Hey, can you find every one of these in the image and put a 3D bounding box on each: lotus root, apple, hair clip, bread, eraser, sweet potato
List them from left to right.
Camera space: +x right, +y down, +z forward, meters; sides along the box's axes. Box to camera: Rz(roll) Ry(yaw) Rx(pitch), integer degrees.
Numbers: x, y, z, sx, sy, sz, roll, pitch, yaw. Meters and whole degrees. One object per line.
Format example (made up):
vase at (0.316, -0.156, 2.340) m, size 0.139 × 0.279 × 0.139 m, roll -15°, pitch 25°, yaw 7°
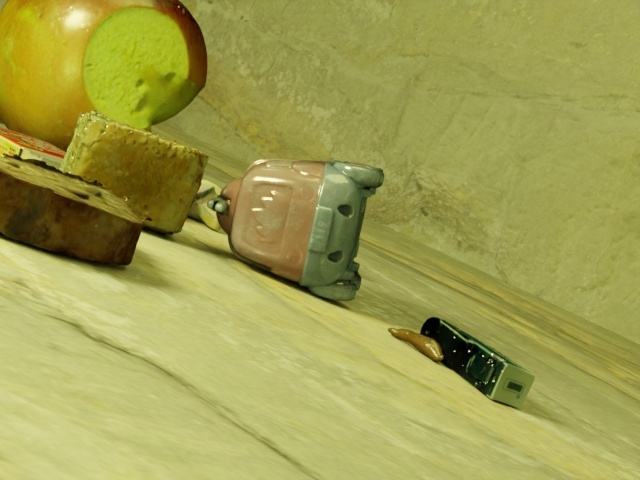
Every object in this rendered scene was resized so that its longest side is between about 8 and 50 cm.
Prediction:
eraser at (-0.424, -0.123, 1.795) m, size 0.230 × 0.038 × 0.157 m, roll 26°, pitch 6°, yaw 43°
lotus root at (-0.277, -0.032, 1.290) m, size 0.170 × 0.074 × 0.261 m, roll 27°, pitch 5°, yaw 34°
apple at (-0.401, -0.305, 2.117) m, size 0.384 × 0.374 × 0.374 m, roll 16°, pitch 6°, yaw -7°
bread at (-0.258, -0.090, 1.631) m, size 0.196 × 0.138 × 0.102 m, roll 21°, pitch 9°, yaw -24°
hair clip at (-0.219, -0.073, 1.975) m, size 0.159 × 0.071 × 0.218 m, roll 29°, pitch 13°, yaw 13°
sweet potato at (0.131, 0.135, 1.564) m, size 0.026 × 0.026 × 0.115 m, roll 18°, pitch 5°, yaw -36°

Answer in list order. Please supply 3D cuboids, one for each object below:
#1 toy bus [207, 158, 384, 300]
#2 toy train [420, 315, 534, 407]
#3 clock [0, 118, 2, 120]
toy bus at (-0.037, -0.035, 1.761) m, size 0.232 × 0.197 × 0.294 m, roll 12°, pitch 6°, yaw 4°
toy train at (0.195, 0.151, 1.526) m, size 0.051 × 0.052 × 0.234 m, roll 23°, pitch 4°, yaw -22°
clock at (-0.641, -0.283, 2.276) m, size 0.117 × 0.080 × 0.176 m, roll 16°, pitch 9°, yaw -46°
